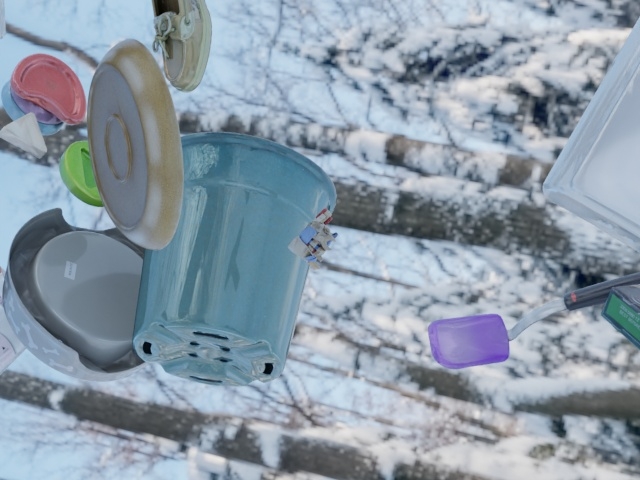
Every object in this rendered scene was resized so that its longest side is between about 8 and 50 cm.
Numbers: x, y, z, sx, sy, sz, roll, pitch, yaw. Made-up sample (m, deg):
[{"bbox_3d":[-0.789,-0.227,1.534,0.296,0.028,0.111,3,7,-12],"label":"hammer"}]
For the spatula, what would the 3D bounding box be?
[{"bbox_3d":[0.273,0.088,1.227,0.030,0.296,0.084,56,-159,-38],"label":"spatula"}]

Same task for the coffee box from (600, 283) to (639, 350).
[{"bbox_3d":[0.388,0.083,1.034,0.184,0.113,0.040,-2,-58,-28],"label":"coffee box"}]

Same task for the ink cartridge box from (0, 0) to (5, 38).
[{"bbox_3d":[-0.505,-0.396,1.265,0.121,0.211,0.289,-137,46,-66],"label":"ink cartridge box"}]

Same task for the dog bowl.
[{"bbox_3d":[-0.413,0.102,1.868,0.102,0.349,0.349,-49,0,36],"label":"dog bowl"}]

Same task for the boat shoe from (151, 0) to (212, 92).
[{"bbox_3d":[-0.239,-0.378,1.638,0.089,0.104,0.285,0,-98,-41],"label":"boat shoe"}]

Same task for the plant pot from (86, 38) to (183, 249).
[{"bbox_3d":[-0.214,-0.103,1.139,0.032,0.236,0.236,-11,-64,-29],"label":"plant pot"}]

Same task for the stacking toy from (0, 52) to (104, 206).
[{"bbox_3d":[-0.481,-0.178,1.928,0.309,0.130,0.279,37,-143,-22],"label":"stacking toy"}]

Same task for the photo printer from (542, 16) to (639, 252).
[{"bbox_3d":[0.383,-0.113,0.922,0.307,0.256,0.107,-59,0,-3],"label":"photo printer"}]

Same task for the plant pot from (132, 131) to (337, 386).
[{"bbox_3d":[-0.163,0.049,1.742,0.341,0.341,0.334,66,-151,-58],"label":"plant pot"}]

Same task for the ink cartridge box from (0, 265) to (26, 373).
[{"bbox_3d":[-0.671,0.142,2.009,0.189,0.232,0.066,-44,3,9],"label":"ink cartridge box"}]

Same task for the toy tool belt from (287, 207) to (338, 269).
[{"bbox_3d":[0.000,0.000,1.329,0.083,0.051,0.052,-46,-1,37],"label":"toy tool belt"}]
